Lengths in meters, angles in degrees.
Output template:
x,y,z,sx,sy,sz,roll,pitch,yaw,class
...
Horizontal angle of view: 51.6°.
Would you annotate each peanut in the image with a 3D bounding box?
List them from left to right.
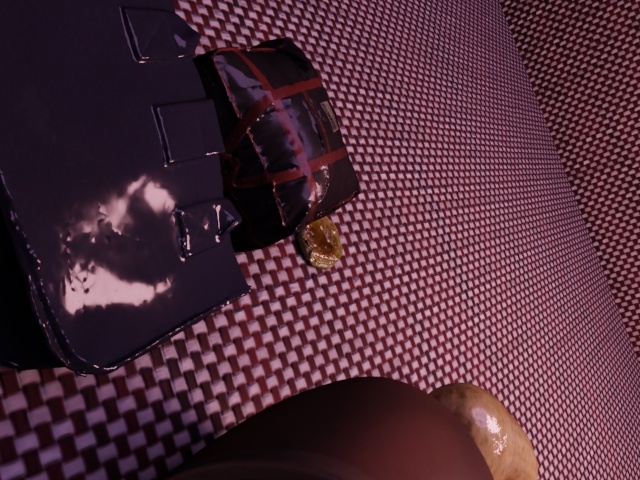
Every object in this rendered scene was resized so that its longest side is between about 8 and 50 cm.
x,y,z,sx,sy,sz,roll,pitch,yaw,class
0.223,0.294,0.923,0.253,0.122,0.137,44,49,-38,peanut

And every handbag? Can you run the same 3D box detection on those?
x,y,z,sx,sy,sz,roll,pitch,yaw,class
-0.179,-0.079,0.548,0.269,0.119,0.325,-26,107,-56,handbag
-0.063,-0.105,0.720,0.169,0.155,0.215,-37,105,-51,handbag

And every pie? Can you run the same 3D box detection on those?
x,y,z,sx,sy,sz,roll,pitch,yaw,class
0.000,0.000,0.869,0.084,0.020,0.084,30,48,-42,pie

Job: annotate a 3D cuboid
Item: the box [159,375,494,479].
x,y,z,sx,sy,sz,roll,pitch,yaw,class
0.015,0.256,0.525,0.300,0.301,0.216,65,26,-3,box
